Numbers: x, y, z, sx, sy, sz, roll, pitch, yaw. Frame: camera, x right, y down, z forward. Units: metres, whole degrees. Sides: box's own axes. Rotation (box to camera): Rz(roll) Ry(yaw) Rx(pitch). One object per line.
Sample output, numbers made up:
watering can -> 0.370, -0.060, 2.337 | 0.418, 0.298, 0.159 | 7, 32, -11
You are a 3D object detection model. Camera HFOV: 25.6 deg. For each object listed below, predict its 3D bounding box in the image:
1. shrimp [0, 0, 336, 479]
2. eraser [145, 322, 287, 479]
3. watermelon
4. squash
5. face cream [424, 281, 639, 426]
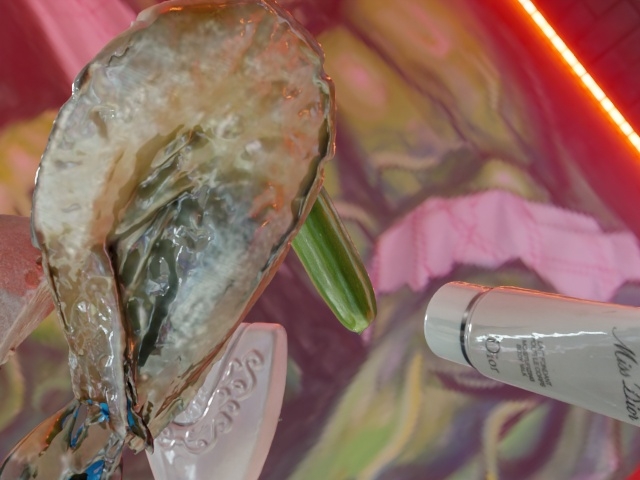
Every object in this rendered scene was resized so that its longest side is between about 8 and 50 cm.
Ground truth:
shrimp -> -0.132, 0.022, 1.053 | 0.221, 0.110, 0.445 | 17, -78, -36
eraser -> -0.129, 0.203, 1.487 | 0.204, 0.243, 0.059 | 0, -2, 34
watermelon -> -0.537, 0.104, 2.203 | 0.387, 0.258, 0.228 | -9, -49, -26
squash -> 0.000, -0.001, 2.037 | 0.082, 0.292, 0.082 | -28, 5, 3
face cream -> 0.233, 0.101, 1.307 | 0.089, 0.143, 0.314 | -34, 29, -34
